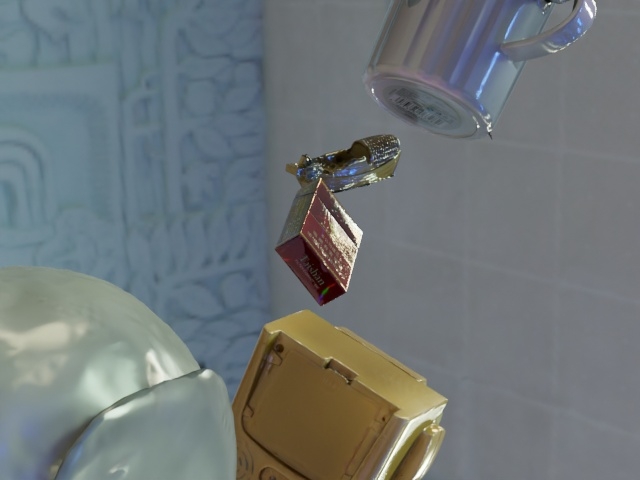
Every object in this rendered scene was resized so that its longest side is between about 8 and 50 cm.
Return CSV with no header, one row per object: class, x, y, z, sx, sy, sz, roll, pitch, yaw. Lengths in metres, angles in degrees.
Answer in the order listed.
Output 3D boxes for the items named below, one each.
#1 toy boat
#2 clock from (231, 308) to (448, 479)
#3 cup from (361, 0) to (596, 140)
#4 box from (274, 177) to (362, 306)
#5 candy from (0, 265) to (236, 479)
toy boat,0.026,-0.084,1.443,0.047,0.149,0.049,29,-55,47
clock,-0.017,0.270,1.581,0.244,0.200,0.317,33,-77,23
cup,0.155,-0.226,1.351,0.202,0.167,0.221,-65,-165,-13
box,0.000,0.000,0.869,0.023,0.082,0.051,-29,-70,24
candy,-0.160,0.139,0.575,0.185,0.295,0.295,25,-58,21
